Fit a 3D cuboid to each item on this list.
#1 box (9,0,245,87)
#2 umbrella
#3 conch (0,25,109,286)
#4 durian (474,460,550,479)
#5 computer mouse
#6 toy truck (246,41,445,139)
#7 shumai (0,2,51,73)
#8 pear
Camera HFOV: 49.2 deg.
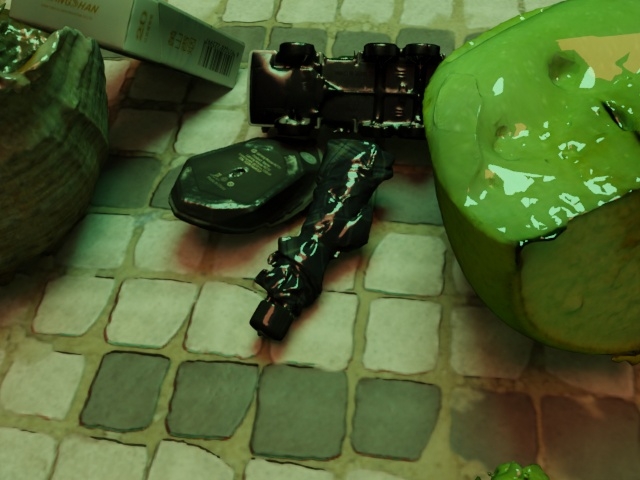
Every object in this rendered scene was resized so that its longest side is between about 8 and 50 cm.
[{"bbox_3d":[-0.206,-0.238,0.793,0.149,0.233,0.067,17,98,19],"label":"box"},{"bbox_3d":[0.002,0.001,0.692,0.080,0.071,0.224,13,62,32],"label":"umbrella"},{"bbox_3d":[-0.319,-0.067,0.682,0.352,0.210,0.297,-9,24,38],"label":"conch"},{"bbox_3d":[0.091,0.273,0.379,0.256,0.340,0.204,-43,80,3],"label":"durian"},{"bbox_3d":[-0.073,-0.055,0.740,0.192,0.062,0.106,-28,51,-35],"label":"computer mouse"},{"bbox_3d":[0.045,-0.164,0.778,0.242,0.101,0.125,4,11,7],"label":"toy truck"},{"bbox_3d":[-0.408,-0.234,0.832,0.206,0.175,0.166,-38,59,-24],"label":"shumai"},{"bbox_3d":[0.243,-0.080,0.639,0.342,0.238,0.318,-24,43,-5],"label":"pear"}]
